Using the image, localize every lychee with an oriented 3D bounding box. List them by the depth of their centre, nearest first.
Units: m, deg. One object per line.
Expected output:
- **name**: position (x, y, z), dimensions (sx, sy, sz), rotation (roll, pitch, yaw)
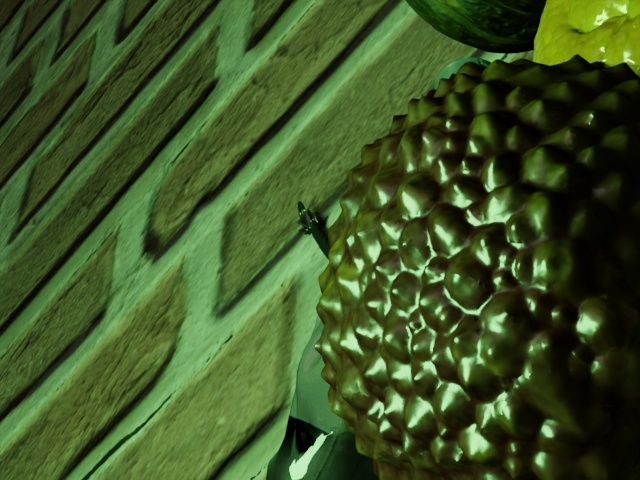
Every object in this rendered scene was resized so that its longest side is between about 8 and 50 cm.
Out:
- **lychee**: position (0.108, 0.034, 0.843), dimensions (0.236, 0.236, 0.271), rotation (-55, 2, 7)

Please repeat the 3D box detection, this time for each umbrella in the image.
- **umbrella**: position (-0.001, -0.004, 1.449), dimensions (0.149, 0.022, 0.022), rotation (-131, 32, -68)

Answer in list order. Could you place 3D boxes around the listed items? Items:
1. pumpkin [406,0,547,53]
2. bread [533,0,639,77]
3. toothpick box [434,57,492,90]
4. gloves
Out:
- **pumpkin**: position (0.147, -0.228, 1.241), dimensions (0.238, 0.159, 0.238), rotation (-55, -1, -1)
- **bread**: position (0.211, -0.127, 1.014), dimensions (0.236, 0.120, 0.198), rotation (-24, 41, 56)
- **toothpick box**: position (0.102, -0.079, 1.280), dimensions (0.052, 0.052, 0.083), rotation (-44, 27, 33)
- **gloves**: position (0.044, 0.069, 1.108), dimensions (0.285, 0.142, 0.119), rotation (-54, 50, 9)
